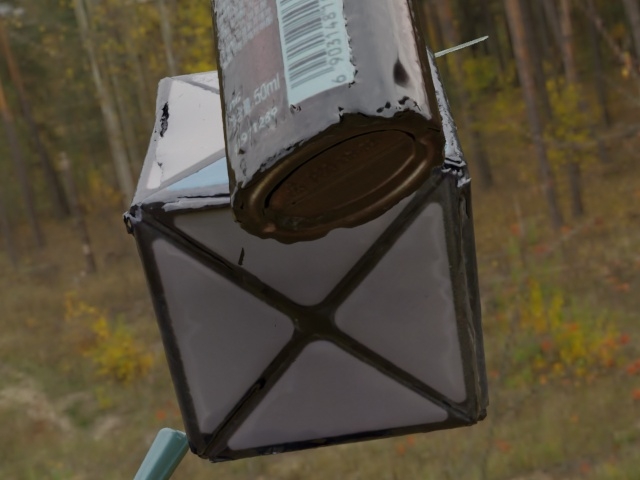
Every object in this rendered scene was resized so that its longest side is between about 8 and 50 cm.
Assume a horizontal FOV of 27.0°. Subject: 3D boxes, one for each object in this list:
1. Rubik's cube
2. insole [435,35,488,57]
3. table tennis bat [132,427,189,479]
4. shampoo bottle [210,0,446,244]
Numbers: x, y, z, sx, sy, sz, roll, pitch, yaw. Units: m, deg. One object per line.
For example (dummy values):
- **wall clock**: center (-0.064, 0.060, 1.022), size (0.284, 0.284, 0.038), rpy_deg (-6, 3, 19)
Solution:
- **Rubik's cube**: center (0.000, 0.000, 1.330), size (0.305, 0.310, 0.307), rpy_deg (-9, 30, 5)
- **insole**: center (0.170, -0.266, 1.907), size (0.153, 0.002, 0.053), rpy_deg (-16, 13, 28)
- **table tennis bat**: center (-0.211, 0.303, 1.411), size (0.153, 0.040, 0.244), rpy_deg (10, 56, 34)
- **shampoo bottle**: center (-0.010, -0.159, 0.763), size (0.129, 0.323, 0.084), rpy_deg (-32, -41, 29)
